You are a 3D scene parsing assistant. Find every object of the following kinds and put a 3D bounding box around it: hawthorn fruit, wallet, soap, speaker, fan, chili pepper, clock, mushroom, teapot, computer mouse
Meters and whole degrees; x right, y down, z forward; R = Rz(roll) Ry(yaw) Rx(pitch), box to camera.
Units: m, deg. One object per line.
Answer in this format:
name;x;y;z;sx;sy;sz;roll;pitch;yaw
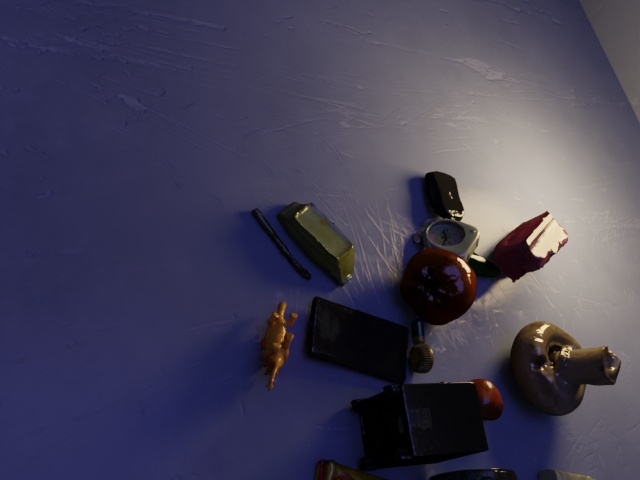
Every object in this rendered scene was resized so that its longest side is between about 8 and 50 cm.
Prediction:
hawthorn fruit;0.463;0.458;1.752;0.128;0.128;0.128;15;58;-26
wallet;0.098;0.620;1.456;0.241;0.067;0.141;25;56;-21
soap;0.722;0.012;2.092;0.324;0.220;0.127;-33;89;-39
wallet;0.106;0.275;1.664;0.320;0.044;0.171;22;56;-26
speaker;0.237;0.460;1.527;0.253;0.232;0.184;5;62;-26
hawthorn fruit;0.364;0.139;1.811;0.260;0.224;0.224;11;58;-53
fan;0.277;0.298;1.732;0.039;0.082;0.155;8;66;-25
chili pepper;0.506;0.067;2.025;0.216;0.062;0.108;23;55;-24
clock;0.400;-0.004;1.953;0.190;0.062;0.151;22;52;27
clock;0.386;0.616;1.541;0.225;0.226;0.049;14;57;-27
mushroom;0.740;0.372;1.860;0.292;0.290;0.293;16;61;-30
teapot;0.752;0.721;1.798;0.200;0.107;0.077;18;54;-25
computer mouse;0.418;-0.143;2.072;0.121;0.073;0.217;14;52;-29

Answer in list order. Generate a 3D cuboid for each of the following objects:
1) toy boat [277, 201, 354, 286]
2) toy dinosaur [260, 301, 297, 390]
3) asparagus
toy boat;0.004;-0.002;1.722;0.276;0.084;0.111;49;48;1
toy dinosaur;-0.110;0.266;1.483;0.070;0.117;0.288;16;41;-11
asparagus;-0.107;0.012;1.681;0.249;0.025;0.024;52;7;2
